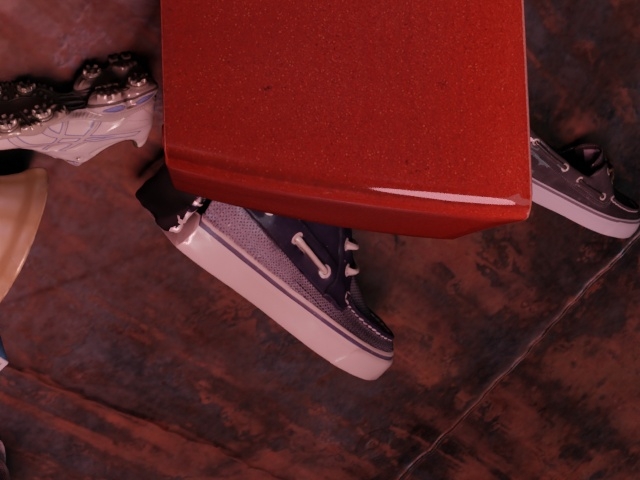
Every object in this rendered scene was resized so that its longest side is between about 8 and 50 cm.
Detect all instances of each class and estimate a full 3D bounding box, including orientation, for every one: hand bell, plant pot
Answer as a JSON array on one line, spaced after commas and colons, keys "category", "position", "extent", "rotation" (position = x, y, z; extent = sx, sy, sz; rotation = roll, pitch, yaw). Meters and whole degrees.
[{"category": "hand bell", "position": [-0.346, -0.043, 0.894], "extent": [0.242, 0.126, 0.126], "rotation": [23, 111, -26]}, {"category": "plant pot", "position": [0.002, -0.137, 0.862], "extent": [0.235, 0.267, 0.267], "rotation": [-1, 87, -5]}]

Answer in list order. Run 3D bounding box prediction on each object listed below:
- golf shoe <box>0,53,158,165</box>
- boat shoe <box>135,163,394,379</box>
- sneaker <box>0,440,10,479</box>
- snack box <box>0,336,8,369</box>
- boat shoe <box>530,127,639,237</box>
[{"category": "golf shoe", "position": [-0.215, -0.086, 0.944], "extent": [0.176, 0.069, 0.086], "rotation": [-14, 135, -18]}, {"category": "boat shoe", "position": [0.000, 0.000, 1.086], "extent": [0.158, 0.127, 0.340], "rotation": [-48, 133, 4]}, {"category": "sneaker", "position": [-0.362, 0.328, 1.018], "extent": [0.137, 0.366, 0.210], "rotation": [16, 111, 4]}, {"category": "snack box", "position": [-0.448, 0.151, 0.993], "extent": [0.322, 0.060, 0.187], "rotation": [-42, 131, 5]}, {"category": "boat shoe", "position": [0.266, -0.070, 1.222], "extent": [0.228, 0.080, 0.076], "rotation": [21, 113, -31]}]
